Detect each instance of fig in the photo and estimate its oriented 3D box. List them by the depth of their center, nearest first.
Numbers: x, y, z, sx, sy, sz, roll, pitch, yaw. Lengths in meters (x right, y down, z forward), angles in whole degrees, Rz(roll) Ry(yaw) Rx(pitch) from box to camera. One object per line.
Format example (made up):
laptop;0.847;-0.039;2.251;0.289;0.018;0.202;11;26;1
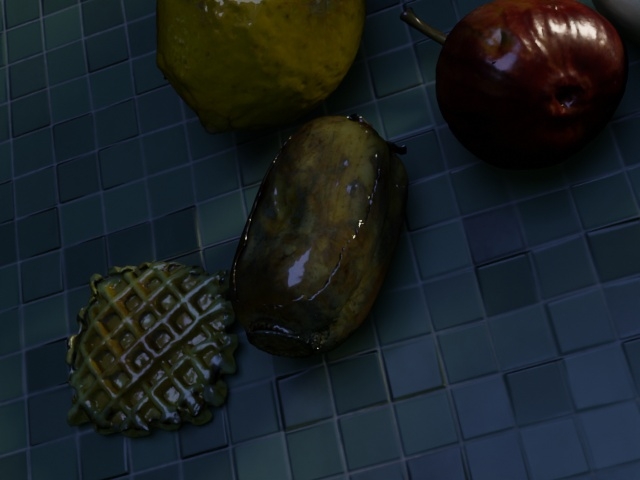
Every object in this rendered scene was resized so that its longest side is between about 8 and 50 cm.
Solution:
fig;0.212;-0.180;1.192;0.204;0.186;0.249;-19;18;-10

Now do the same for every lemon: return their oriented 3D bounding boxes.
lemon;-0.072;-0.260;1.264;0.254;0.253;0.310;9;73;22

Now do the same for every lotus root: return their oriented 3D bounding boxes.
lotus root;0.000;0.000;1.179;0.160;0.152;0.274;15;67;21

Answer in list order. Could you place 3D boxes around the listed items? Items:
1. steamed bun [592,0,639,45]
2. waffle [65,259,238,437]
steamed bun;0.415;-0.262;1.155;0.170;0.152;0.239;-47;37;1
waffle;-0.197;0.124;1.246;0.214;0.054;0.207;0;71;17
